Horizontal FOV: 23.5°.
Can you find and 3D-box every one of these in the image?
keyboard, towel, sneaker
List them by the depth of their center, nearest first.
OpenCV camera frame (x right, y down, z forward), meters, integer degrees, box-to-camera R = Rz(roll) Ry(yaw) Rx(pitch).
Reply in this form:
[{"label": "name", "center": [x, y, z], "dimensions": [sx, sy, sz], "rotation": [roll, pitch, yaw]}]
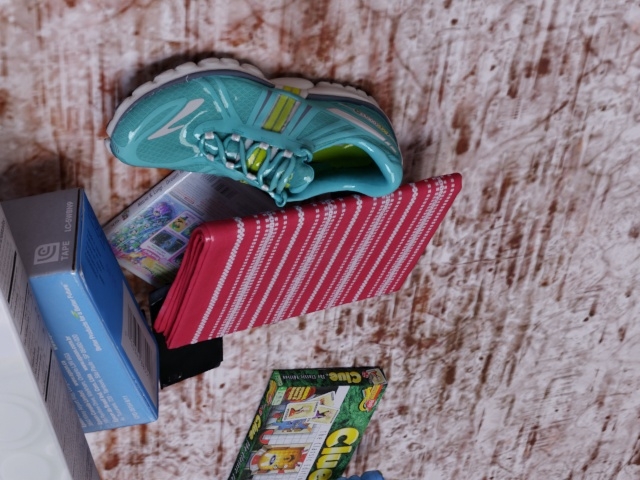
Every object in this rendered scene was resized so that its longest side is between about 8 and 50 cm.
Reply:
[{"label": "sneaker", "center": [-0.050, -0.088, 1.343], "dimensions": [0.275, 0.110, 0.107], "rotation": [1, 134, -25]}, {"label": "towel", "center": [-0.014, 0.016, 1.458], "dimensions": [0.275, 0.031, 0.199], "rotation": [-13, 152, -27]}, {"label": "keyboard", "center": [-0.149, 0.086, 1.538], "dimensions": [0.100, 0.038, 0.192], "rotation": [-20, 150, -14]}]

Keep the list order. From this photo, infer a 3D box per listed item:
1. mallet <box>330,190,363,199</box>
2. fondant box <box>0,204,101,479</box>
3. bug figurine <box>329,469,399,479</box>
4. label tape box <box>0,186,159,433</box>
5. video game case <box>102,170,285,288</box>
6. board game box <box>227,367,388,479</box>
[{"label": "mallet", "center": [0.000, 0.000, 1.519], "dimensions": [0.062, 0.039, 0.189], "rotation": [15, 130, -38]}, {"label": "fondant box", "center": [-0.336, 0.134, 1.257], "dimensions": [0.238, 0.096, 0.330], "rotation": [-11, 123, 3]}, {"label": "bug figurine", "center": [-0.024, 0.366, 1.823], "dimensions": [0.216, 0.072, 0.279], "rotation": [-7, 135, -22]}, {"label": "label tape box", "center": [-0.338, 0.090, 1.386], "dimensions": [0.334, 0.106, 0.240], "rotation": [-10, 140, 6]}, {"label": "video game case", "center": [-0.115, -0.006, 1.468], "dimensions": [0.143, 0.019, 0.157], "rotation": [-37, 138, 16]}, {"label": "board game box", "center": [-0.027, 0.242, 1.768], "dimensions": [0.136, 0.030, 0.259], "rotation": [-2, 135, -26]}]
